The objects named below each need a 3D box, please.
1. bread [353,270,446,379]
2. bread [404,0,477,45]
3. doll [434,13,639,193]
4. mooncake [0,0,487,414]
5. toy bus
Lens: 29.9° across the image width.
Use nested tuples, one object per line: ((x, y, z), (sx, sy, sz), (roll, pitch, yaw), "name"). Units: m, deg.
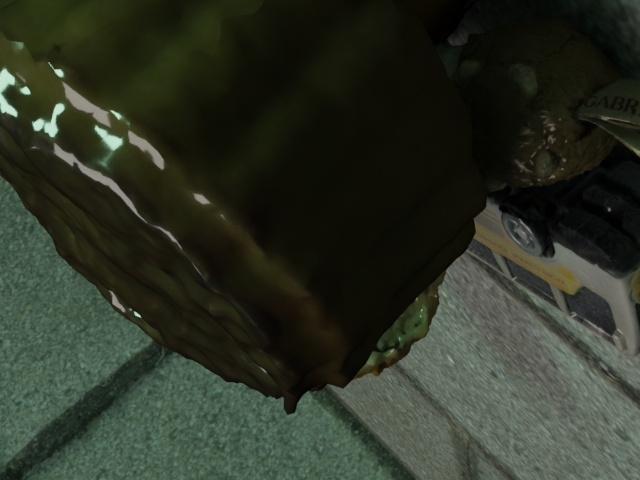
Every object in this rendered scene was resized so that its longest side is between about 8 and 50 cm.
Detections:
((0.000, 0.000, 1.137), (0.274, 0.274, 0.149), (55, 170, -23), "bread")
((-0.005, -0.179, 0.865), (0.204, 0.162, 0.262), (42, 160, 0), "bread")
((0.128, -0.086, 0.761), (0.221, 0.115, 0.105), (-7, 104, 48), "doll")
((-0.070, -0.052, 0.728), (0.324, 0.187, 0.324), (37, 162, 14), "mooncake")
((0.140, -0.037, 0.919), (0.342, 0.097, 0.138), (36, 160, 45), "toy bus")
